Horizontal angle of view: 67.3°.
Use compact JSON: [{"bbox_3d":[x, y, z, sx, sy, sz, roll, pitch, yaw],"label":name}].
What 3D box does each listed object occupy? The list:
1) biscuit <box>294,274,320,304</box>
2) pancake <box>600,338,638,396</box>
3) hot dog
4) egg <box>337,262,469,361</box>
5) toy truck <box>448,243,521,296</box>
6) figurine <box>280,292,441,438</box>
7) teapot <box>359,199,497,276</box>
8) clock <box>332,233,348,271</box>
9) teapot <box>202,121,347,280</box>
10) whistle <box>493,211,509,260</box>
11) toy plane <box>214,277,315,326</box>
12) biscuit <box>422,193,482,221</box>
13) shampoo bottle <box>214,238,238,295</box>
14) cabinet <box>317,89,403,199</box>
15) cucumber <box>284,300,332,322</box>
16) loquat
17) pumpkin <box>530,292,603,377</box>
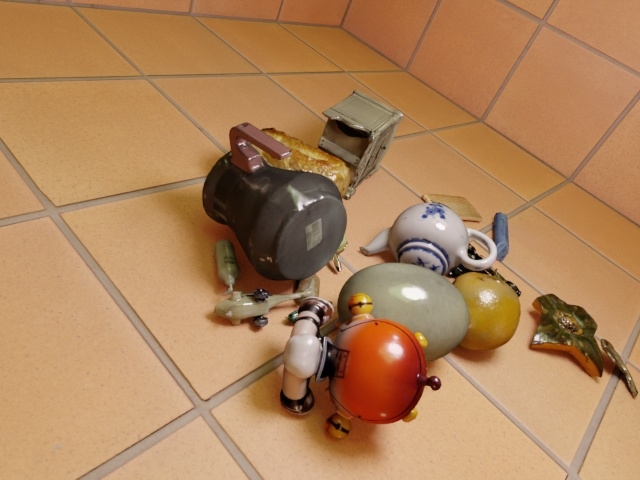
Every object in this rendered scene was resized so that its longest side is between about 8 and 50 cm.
[{"bbox_3d":[-0.037,0.135,1.361,0.071,0.018,0.147,20,35,-11],"label":"biscuit"},{"bbox_3d":[0.967,0.403,1.562,0.191,0.020,0.184,38,35,-27],"label":"pancake"},{"bbox_3d":[-0.082,-0.233,1.635,0.366,0.195,0.367,22,27,15],"label":"hot dog"},{"bbox_3d":[0.216,0.186,1.248,0.353,0.258,0.258,17,37,-11],"label":"egg"},{"bbox_3d":[0.555,0.127,1.640,0.127,0.127,0.257,-1,42,-53],"label":"toy truck"},{"bbox_3d":[0.084,0.272,1.037,0.324,0.196,0.319,9,80,4],"label":"figurine"},{"bbox_3d":[0.339,0.023,1.534,0.425,0.252,0.280,7,46,24],"label":"teapot"},{"bbox_3d":[0.000,0.000,1.508,0.170,0.069,0.231,8,40,-23],"label":"clock"},{"bbox_3d":[-0.139,-0.109,1.286,0.306,0.375,0.362,-32,48,-31],"label":"teapot"},{"bbox_3d":[0.743,-0.020,1.979,0.062,0.062,0.304,27,36,2],"label":"whistle"},{"bbox_3d":[-0.132,0.153,1.224,0.287,0.091,0.108,-7,18,-26],"label":"toy plane"},{"bbox_3d":[0.559,-0.138,2.041,0.250,0.030,0.160,1,42,-30],"label":"biscuit"},{"bbox_3d":[-0.244,0.072,1.262,0.056,0.056,0.195,7,31,-23],"label":"shampoo bottle"},{"bbox_3d":[0.126,-0.373,1.859,0.228,0.289,0.318,31,38,9],"label":"cabinet"},{"bbox_3d":[-0.031,0.194,1.274,0.168,0.039,0.039,-13,51,-43],"label":"cucumber"},{"bbox_3d":[0.455,0.206,1.402,0.244,0.243,0.243,16,37,-13],"label":"loquat"},{"bbox_3d":[0.820,0.294,1.606,0.259,0.095,0.290,30,39,0],"label":"pumpkin"}]
